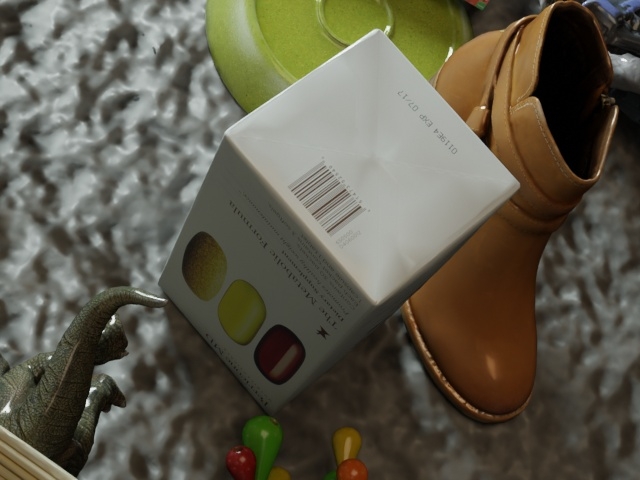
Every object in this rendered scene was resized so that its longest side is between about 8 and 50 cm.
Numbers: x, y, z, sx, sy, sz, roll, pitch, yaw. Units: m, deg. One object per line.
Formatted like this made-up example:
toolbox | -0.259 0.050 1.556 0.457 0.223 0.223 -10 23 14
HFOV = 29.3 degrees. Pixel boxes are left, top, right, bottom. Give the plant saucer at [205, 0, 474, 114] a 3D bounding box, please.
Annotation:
plant saucer | 0.025 -0.180 1.024 0.241 0.037 0.241 7 66 -15

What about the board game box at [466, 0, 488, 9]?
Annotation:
board game box | 0.037 -0.309 1.060 0.281 0.027 0.145 29 42 -4

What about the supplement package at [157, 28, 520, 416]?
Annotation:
supplement package | 0.000 0.000 0.822 0.134 0.244 0.139 -37 81 -27

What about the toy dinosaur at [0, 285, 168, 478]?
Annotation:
toy dinosaur | -0.190 0.126 0.736 0.121 0.313 0.160 57 37 -18

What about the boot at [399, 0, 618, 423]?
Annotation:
boot | 0.146 -0.015 0.878 0.109 0.220 0.283 2 79 -21

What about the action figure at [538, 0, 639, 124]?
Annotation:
action figure | 0.275 -0.120 1.004 0.341 0.178 0.330 -18 67 -49

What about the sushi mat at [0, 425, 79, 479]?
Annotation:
sushi mat | -0.269 0.123 0.677 0.316 0.019 0.151 31 99 13

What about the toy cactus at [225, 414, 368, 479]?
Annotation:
toy cactus | -0.020 0.229 0.810 0.180 0.112 0.219 -26 86 -15
